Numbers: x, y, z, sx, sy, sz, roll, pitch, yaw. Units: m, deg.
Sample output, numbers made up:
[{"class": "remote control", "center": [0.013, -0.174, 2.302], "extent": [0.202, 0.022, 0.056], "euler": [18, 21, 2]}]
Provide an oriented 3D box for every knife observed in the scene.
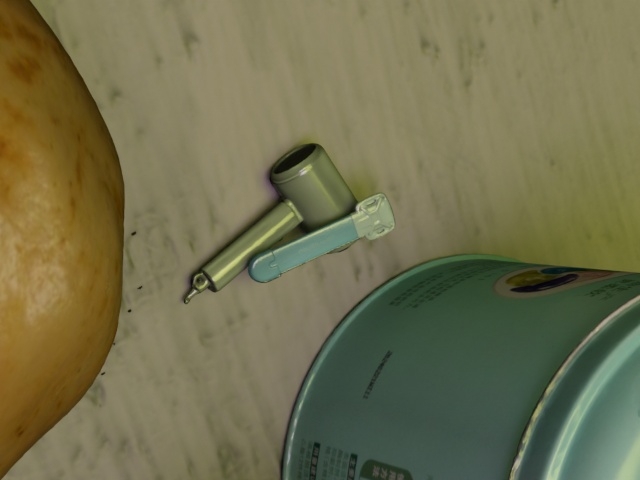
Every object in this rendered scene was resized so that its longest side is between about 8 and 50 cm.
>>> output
[{"class": "knife", "center": [0.000, 0.000, 0.954], "extent": [0.096, 0.010, 0.027], "euler": [-25, 112, -11]}]

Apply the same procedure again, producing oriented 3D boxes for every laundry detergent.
[{"class": "laundry detergent", "center": [0.171, 0.156, 0.926], "extent": [0.287, 0.305, 0.287], "euler": [-2, 93, -30]}]

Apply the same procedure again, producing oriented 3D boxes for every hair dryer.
[{"class": "hair dryer", "center": [-0.032, 0.002, 0.963], "extent": [0.124, 0.038, 0.063], "euler": [-40, 111, -16]}]

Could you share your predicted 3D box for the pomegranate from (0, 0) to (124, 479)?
[{"class": "pomegranate", "center": [-0.244, 0.003, 0.692], "extent": [0.342, 0.342, 0.343], "euler": [-1, 93, -29]}]
